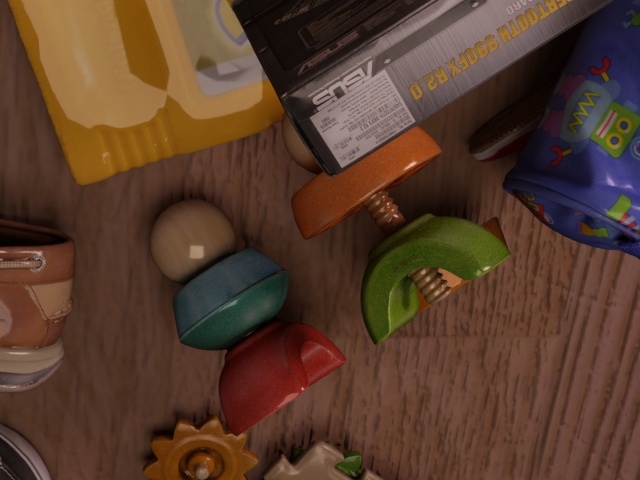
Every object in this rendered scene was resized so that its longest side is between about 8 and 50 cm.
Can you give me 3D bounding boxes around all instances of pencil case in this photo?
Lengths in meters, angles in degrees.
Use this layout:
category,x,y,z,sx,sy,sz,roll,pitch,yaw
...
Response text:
category,x,y,z,sx,sy,sz,roll,pitch,yaw
pencil case,0.243,-0.131,0.797,0.119,0.133,0.306,23,98,-45

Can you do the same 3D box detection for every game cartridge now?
category,x,y,z,sx,sy,sz,roll,pitch,yaw
game cartridge,-0.043,-0.208,0.761,0.323,0.053,0.285,-19,118,-6

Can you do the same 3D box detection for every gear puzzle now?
category,x,y,z,sx,sy,sz,roll,pitch,yaw
gear puzzle,-0.005,0.242,0.994,0.339,0.044,0.175,35,104,-23

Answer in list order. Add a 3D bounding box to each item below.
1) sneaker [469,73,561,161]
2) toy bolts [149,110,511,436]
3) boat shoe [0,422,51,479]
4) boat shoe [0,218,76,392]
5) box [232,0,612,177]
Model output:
category,x,y,z,sx,sy,sz,roll,pitch,yaw
sneaker,0.169,-0.075,0.881,0.118,0.042,0.067,-33,115,0
toy bolts,0.000,0.000,0.839,0.228,0.218,0.158,-35,85,18
boat shoe,-0.269,0.144,0.856,0.080,0.076,0.228,-32,118,2
boat shoe,-0.306,0.000,0.764,0.324,0.123,0.116,16,103,-27
box,0.070,-0.147,0.689,0.231,0.183,0.056,-32,117,3
